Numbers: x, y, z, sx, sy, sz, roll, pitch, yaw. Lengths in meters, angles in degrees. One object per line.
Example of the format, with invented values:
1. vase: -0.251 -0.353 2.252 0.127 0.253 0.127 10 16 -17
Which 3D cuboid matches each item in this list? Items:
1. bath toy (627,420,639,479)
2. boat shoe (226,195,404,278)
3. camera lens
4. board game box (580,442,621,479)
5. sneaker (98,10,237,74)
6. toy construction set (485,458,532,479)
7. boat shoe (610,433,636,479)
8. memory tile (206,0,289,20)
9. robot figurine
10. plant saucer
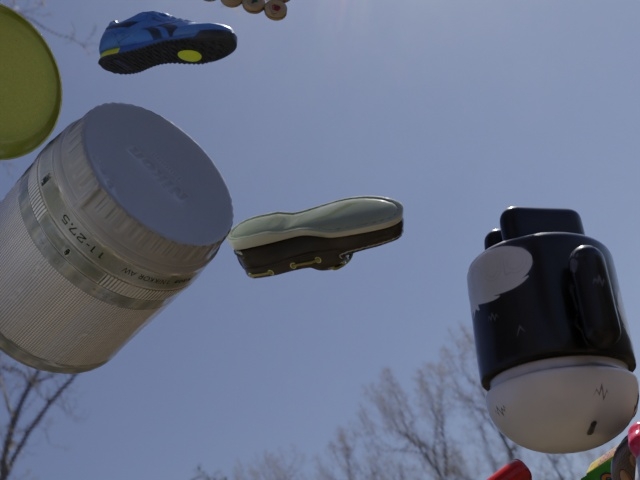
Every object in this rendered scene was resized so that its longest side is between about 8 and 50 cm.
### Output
1. bath toy: 0.264 0.038 0.362 0.151 0.129 0.348 22 -67 -35
2. boat shoe: 0.000 0.000 1.022 0.228 0.081 0.068 -7 -62 27
3. camera lens: -0.259 0.005 0.984 0.274 0.219 0.219 -41 -32 29
4. board game box: 0.502 0.330 1.251 0.039 0.124 0.259 -42 -11 -48
5. sneaker: -0.202 -0.274 1.131 0.209 0.082 0.069 -2 -18 26
6. toy construction set: 0.154 0.363 0.658 0.237 0.309 0.257 -30 -21 -17
7. boat shoe: 0.451 0.190 0.841 0.324 0.123 0.116 -13 0 22
8. memory tile: -0.116 -0.413 1.378 0.148 0.113 0.012 15 -28 -1
9. robot figurine: 0.262 0.100 0.976 0.174 0.278 0.209 -17 -31 25
10. plant saucer: -0.491 -0.240 1.282 0.241 0.241 0.037 -41 11 21
